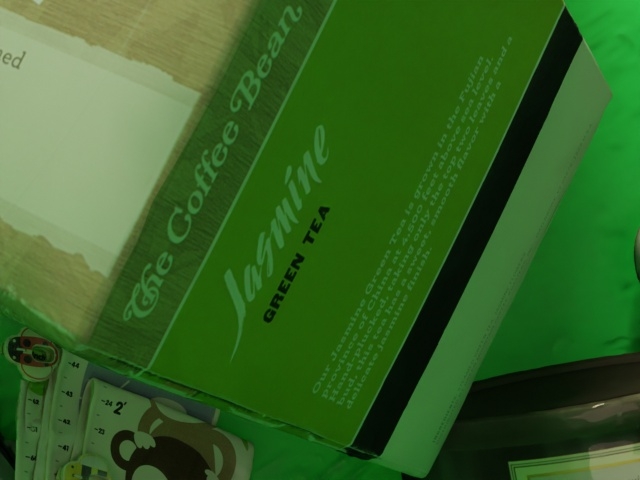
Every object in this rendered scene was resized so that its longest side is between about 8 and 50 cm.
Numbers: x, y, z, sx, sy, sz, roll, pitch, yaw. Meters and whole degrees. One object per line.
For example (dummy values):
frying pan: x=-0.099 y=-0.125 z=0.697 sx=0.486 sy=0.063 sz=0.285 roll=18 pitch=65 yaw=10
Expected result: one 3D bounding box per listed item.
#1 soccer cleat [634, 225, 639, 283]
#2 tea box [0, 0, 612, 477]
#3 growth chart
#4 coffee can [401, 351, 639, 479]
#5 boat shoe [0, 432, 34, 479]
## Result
soccer cleat: x=0.326 y=0.087 z=0.778 sx=0.331 sy=0.143 sz=0.116 roll=43 pitch=85 yaw=-2
tea box: x=-0.090 y=-0.079 z=0.597 sx=0.329 sy=0.323 sz=0.220 roll=24 pitch=84 yaw=28
growth chart: x=-0.095 y=0.140 z=0.728 sx=0.172 sy=0.021 sz=0.237 roll=14 pitch=54 yaw=-37
coffee can: x=0.159 y=0.210 z=0.728 sx=0.201 sy=0.201 sz=0.275 roll=-10 pitch=89 yaw=-6
boat shoe: x=-0.197 y=0.163 z=0.747 sx=0.113 sy=0.105 sz=0.306 roll=-36 pitch=85 yaw=-2
